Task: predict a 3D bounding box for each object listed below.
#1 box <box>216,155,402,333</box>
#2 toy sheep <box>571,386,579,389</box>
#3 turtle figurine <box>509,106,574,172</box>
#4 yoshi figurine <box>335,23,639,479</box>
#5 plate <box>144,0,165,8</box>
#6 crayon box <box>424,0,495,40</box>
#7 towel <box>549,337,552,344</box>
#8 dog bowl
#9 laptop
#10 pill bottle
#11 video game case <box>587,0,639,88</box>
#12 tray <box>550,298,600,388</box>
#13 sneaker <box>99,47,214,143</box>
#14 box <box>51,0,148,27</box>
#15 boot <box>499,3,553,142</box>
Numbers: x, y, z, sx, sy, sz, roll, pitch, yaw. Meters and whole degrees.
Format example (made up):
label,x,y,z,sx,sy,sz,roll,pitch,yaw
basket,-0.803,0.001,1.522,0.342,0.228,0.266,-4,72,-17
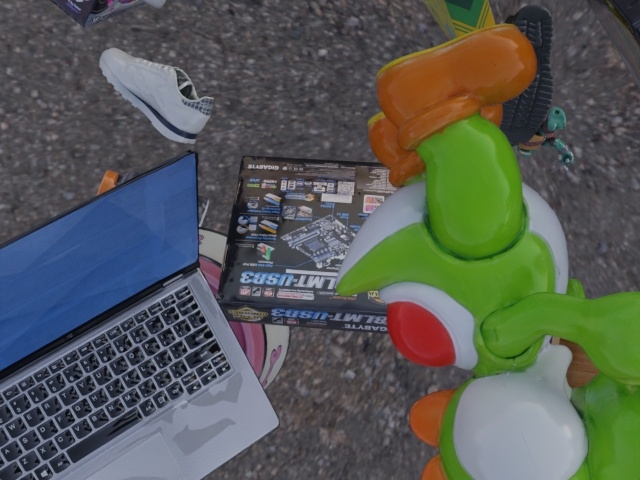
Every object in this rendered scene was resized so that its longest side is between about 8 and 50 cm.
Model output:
label,x,y,z,sx,sy,sz,roll,pitch,yaw
box,0.000,0.000,1.337,0.296,0.073,0.293,3,56,3
toy sheep,0.382,0.266,1.267,0.132,0.091,0.091,-7,99,-20
turtle figurine,0.464,-0.217,1.843,0.175,0.234,0.118,-11,67,3
yoshi figurine,0.159,0.048,0.555,0.203,0.204,0.362,-25,77,46
plate,-0.198,-0.359,0.675,0.045,0.277,0.278,-13,85,15
crayon box,0.242,-0.480,1.587,0.081,0.318,0.202,-32,64,8
towel,0.507,0.199,1.823,0.029,0.119,0.067,14,95,-26
dog bowl,-0.274,0.185,1.685,0.408,0.150,0.408,3,104,13
laptop,-0.246,0.169,0.965,0.382,0.236,0.408,-31,102,-22
pill bottle,-0.394,-0.081,1.947,0.246,0.130,0.130,21,104,-10
video game case,0.292,-0.146,0.715,0.035,0.248,0.275,-33,124,20
tray,0.635,0.233,1.547,0.411,0.076,0.202,9,94,15
sneaker,-0.274,-0.264,1.413,0.235,0.090,0.095,40,115,15
box,-0.284,-0.417,1.145,0.163,0.247,0.142,38,125,1
boot,0.304,-0.252,1.273,0.077,0.137,0.197,9,102,-2
